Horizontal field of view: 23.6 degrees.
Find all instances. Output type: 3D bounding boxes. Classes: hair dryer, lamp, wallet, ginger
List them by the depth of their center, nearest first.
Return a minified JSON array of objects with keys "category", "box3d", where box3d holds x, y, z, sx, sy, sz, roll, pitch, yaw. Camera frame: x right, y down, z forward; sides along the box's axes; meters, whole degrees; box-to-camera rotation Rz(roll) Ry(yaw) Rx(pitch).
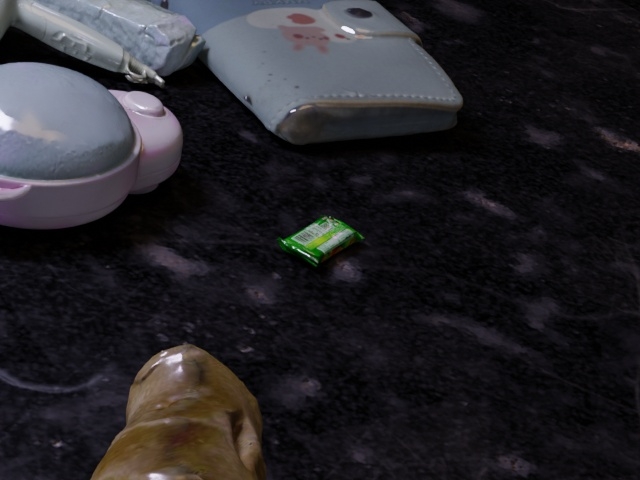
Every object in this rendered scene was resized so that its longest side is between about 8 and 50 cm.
[{"category":"ginger","box3d":[-0.079,0.163,0.887,0.116,0.109,0.263,-14,28,3]},{"category":"lamp","box3d":[-0.223,-0.091,1.299,0.246,0.108,0.179,-13,42,-43]},{"category":"hair dryer","box3d":[-0.266,-0.183,1.515,0.237,0.075,0.206,19,39,-17]},{"category":"wallet","box3d":[-0.014,-0.213,1.668,0.252,0.083,0.360,-9,36,-29]}]

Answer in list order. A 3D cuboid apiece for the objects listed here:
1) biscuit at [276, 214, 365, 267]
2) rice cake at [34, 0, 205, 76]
[{"category":"biscuit","box3d":[0.000,0.000,1.335,0.046,0.016,0.089,28,30,20]},{"category":"rice cake","box3d":[-0.223,-0.232,1.613,0.206,0.063,0.069,24,32,19]}]
